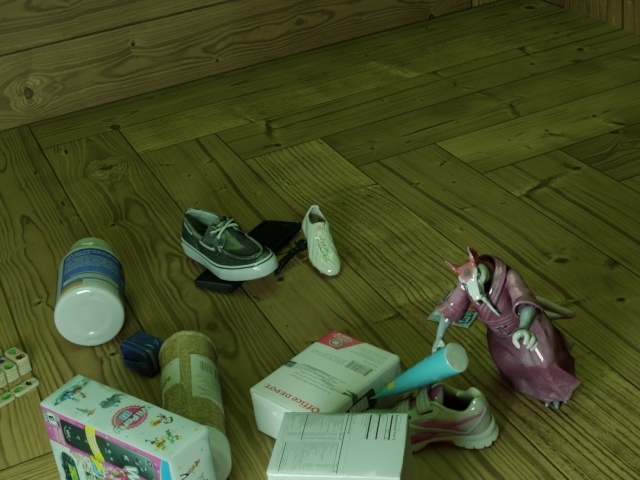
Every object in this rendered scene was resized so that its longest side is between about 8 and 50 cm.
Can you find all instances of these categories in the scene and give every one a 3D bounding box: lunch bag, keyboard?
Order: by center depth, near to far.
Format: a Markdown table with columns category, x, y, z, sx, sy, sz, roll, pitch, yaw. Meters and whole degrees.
| category | x | y | z | sx | sy | sz | roll | pitch | yaw |
| --- | --- | --- | --- | --- | --- | --- | --- | --- | --- |
| lunch bag | -0.371 | 0.235 | 2.094 | 0.098 | 0.067 | 0.065 | 14 | 35 | 35 |
| keyboard | -0.139 | 0.038 | 2.427 | 0.201 | 0.033 | 0.317 | 5 | 32 | 32 |

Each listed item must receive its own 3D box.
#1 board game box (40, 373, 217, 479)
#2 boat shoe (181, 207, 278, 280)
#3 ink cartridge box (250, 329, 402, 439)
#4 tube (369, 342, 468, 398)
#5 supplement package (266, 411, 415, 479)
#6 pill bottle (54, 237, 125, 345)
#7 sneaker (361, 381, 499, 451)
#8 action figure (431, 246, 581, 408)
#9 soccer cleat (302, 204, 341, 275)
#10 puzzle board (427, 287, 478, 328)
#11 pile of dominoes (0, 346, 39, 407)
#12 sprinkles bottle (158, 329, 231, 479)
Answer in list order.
| category | x | y | z | sx | sy | sz | roll | pitch | yaw |
| --- | --- | --- | --- | --- | --- | --- | --- | --- | --- |
| board game box | -0.308 | 0.375 | 1.673 | 0.303 | 0.224 | 0.097 | 13 | 34 | 33 |
| boat shoe | -0.232 | 0.003 | 2.367 | 0.121 | 0.119 | 0.335 | -32 | 32 | -34 |
| ink cartridge box | 0.013 | 0.284 | 1.882 | 0.172 | 0.100 | 0.237 | 19 | 38 | 38 |
| tube | 0.175 | 0.238 | 1.780 | 0.080 | 0.052 | 0.207 | -7 | -20 | -39 |
| supplement package | 0.040 | 0.390 | 1.592 | 0.203 | 0.194 | 0.149 | -2 | 30 | 12 |
| pill bottle | -0.516 | 0.104 | 2.276 | 0.152 | 0.152 | 0.272 | -10 | 29 | -5 |
| sneaker | 0.187 | 0.304 | 1.795 | 0.252 | 0.111 | 0.103 | -6 | 29 | 3 |
| action figure | 0.349 | 0.125 | 1.807 | 0.248 | 0.370 | 0.276 | 2 | 48 | 44 |
| soccer cleat | 0.000 | 0.000 | 2.373 | 0.068 | 0.076 | 0.196 | -5 | 45 | -19 |
| puzzle board | 0.297 | 0.141 | 2.160 | 0.096 | 0.011 | 0.128 | 11 | 34 | 29 |
| pile of dominoes | -0.724 | 0.300 | 2.090 | 0.196 | 0.040 | 0.251 | 20 | 39 | 40 |
| sprinkles bottle | -0.237 | 0.309 | 1.878 | 0.121 | 0.121 | 0.355 | -10 | 29 | -5 |
